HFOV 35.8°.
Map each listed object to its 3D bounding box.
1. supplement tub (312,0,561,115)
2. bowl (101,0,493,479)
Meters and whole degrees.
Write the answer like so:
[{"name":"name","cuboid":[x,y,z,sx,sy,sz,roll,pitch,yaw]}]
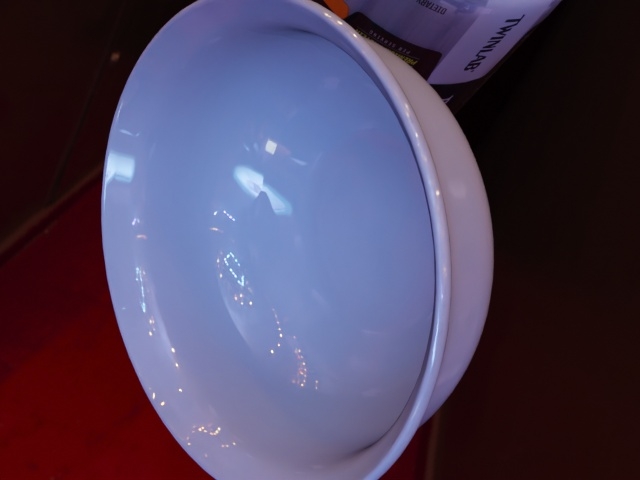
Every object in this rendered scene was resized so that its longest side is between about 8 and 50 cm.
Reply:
[{"name":"supplement tub","cuboid":[0.048,-0.186,0.818,0.207,0.338,0.207,9,63,-18]},{"name":"bowl","cuboid":[0.000,0.000,0.606,0.134,0.297,0.298,-10,44,-44]}]
